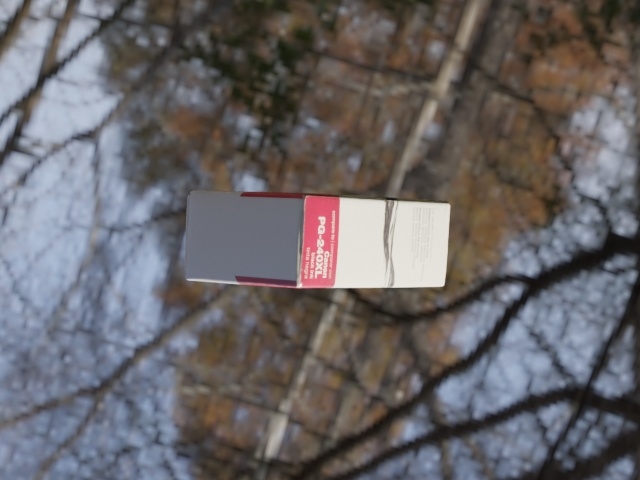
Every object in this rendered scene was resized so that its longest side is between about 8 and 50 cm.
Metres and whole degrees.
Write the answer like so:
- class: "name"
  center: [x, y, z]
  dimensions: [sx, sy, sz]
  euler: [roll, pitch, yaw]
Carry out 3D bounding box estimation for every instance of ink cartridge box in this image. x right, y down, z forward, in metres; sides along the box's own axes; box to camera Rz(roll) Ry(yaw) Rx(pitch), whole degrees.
- class: "ink cartridge box"
  center: [0.000, 0.000, 1.146]
  dimensions: [0.109, 0.063, 0.150]
  euler: [2, 180, 43]
